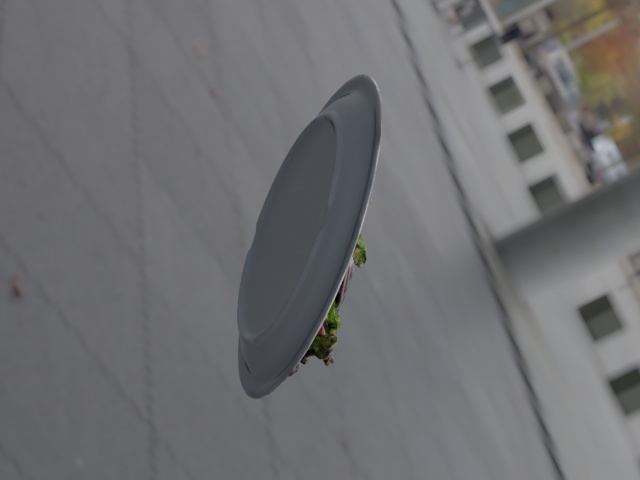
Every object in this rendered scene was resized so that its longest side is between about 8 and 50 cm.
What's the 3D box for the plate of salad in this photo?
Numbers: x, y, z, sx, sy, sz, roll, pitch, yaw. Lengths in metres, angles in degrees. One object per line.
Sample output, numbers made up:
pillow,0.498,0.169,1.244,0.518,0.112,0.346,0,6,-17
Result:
plate of salad,0.000,0.000,1.069,0.048,0.200,0.200,20,25,-16
